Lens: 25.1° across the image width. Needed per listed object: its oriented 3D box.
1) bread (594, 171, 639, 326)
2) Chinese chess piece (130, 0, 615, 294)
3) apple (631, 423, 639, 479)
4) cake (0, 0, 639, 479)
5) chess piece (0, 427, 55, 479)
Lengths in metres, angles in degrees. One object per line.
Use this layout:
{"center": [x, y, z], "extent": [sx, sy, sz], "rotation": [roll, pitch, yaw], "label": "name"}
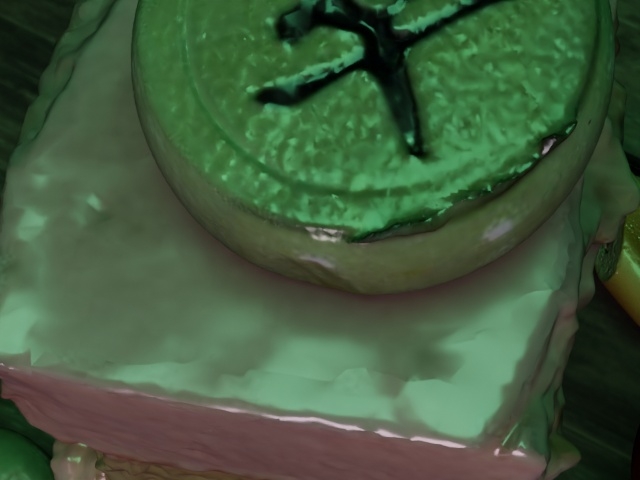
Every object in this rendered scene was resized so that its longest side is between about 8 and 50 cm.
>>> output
{"center": [0.191, 0.008, 0.870], "extent": [0.062, 0.049, 0.103], "rotation": [-34, 74, -18], "label": "bread"}
{"center": [0.020, -0.072, 0.563], "extent": [0.188, 0.083, 0.189], "rotation": [-2, 73, 6], "label": "Chinese chess piece"}
{"center": [0.275, 0.136, 0.744], "extent": [0.233, 0.234, 0.234], "rotation": [0, 72, 0], "label": "apple"}
{"center": [0.000, 0.000, 0.741], "extent": [0.293, 0.307, 0.314], "rotation": [7, 72, 4], "label": "cake"}
{"center": [-0.250, 0.108, 0.808], "extent": [0.243, 0.133, 0.133], "rotation": [35, 75, 6], "label": "chess piece"}
